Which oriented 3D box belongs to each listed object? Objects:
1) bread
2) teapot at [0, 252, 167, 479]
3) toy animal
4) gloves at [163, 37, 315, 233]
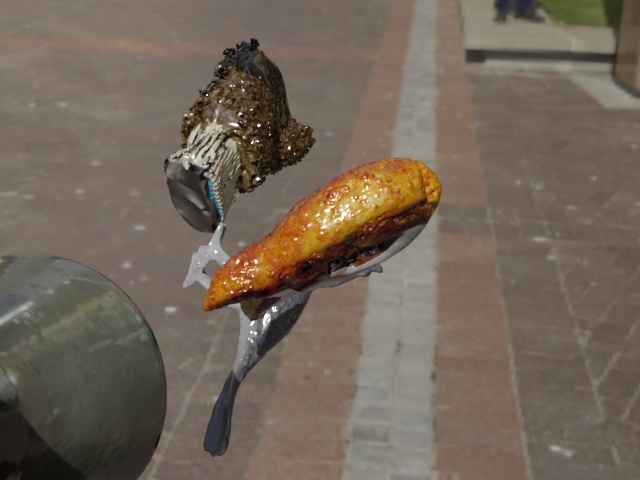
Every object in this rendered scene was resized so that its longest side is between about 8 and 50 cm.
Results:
[{"bbox_3d":[0.000,-0.003,1.136,0.269,0.095,0.139,-27,-22,13],"label":"bread"},{"bbox_3d":[-0.280,0.166,0.891,0.253,0.300,0.344,-22,-2,12],"label":"teapot"},{"bbox_3d":[-0.084,0.077,1.410,0.367,0.206,0.081,-47,6,-33],"label":"toy animal"},{"bbox_3d":[-0.114,-0.155,1.590,0.135,0.210,0.312,1,54,28],"label":"gloves"}]
